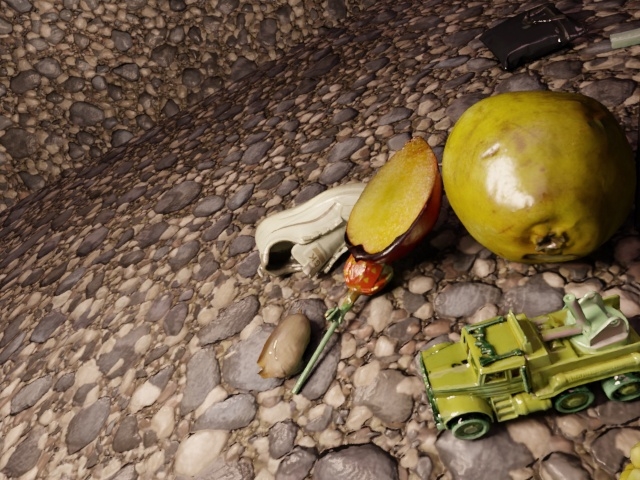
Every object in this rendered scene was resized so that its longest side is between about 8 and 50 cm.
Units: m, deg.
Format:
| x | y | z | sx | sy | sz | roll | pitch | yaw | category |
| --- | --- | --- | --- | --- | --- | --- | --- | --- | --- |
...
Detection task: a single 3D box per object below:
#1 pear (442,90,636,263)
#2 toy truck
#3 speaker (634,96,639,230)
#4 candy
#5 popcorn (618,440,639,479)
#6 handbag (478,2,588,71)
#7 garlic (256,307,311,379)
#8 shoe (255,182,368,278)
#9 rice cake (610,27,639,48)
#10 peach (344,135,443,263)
| x | y | z | sx | sy | sz | roll | pitch | yaw | category |
| --- | --- | --- | --- | --- | --- | --- | --- | --- | --- |
| 0.318 | -0.101 | 0.679 | 0.270 | 0.268 | 0.321 | -8 | 31 | 26 | pear |
| 0.246 | 0.134 | 0.551 | 0.260 | 0.135 | 0.128 | -23 | 36 | 14 | toy truck |
| 0.552 | -0.173 | 0.635 | 0.184 | 0.232 | 0.253 | 6 | 49 | 37 | speaker |
| 0.031 | 0.131 | 0.766 | 0.287 | 0.078 | 0.084 | -56 | 13 | -19 | candy |
| 0.349 | 0.233 | 0.294 | 0.258 | 0.223 | 0.270 | 1 | 34 | 11 | popcorn |
| 0.563 | -0.554 | 1.215 | 0.211 | 0.088 | 0.254 | -22 | 37 | 19 | handbag |
| -0.057 | 0.166 | 0.765 | 0.084 | 0.066 | 0.152 | -1 | 48 | 47 | garlic |
| 0.000 | 0.000 | 0.893 | 0.317 | 0.124 | 0.159 | -18 | 36 | 23 | shoe |
| 0.769 | -0.479 | 1.032 | 0.180 | 0.030 | 0.042 | -2 | 49 | 32 | rice cake |
| 0.138 | -0.065 | 0.786 | 0.189 | 0.068 | 0.279 | -2 | 53 | 50 | peach |
